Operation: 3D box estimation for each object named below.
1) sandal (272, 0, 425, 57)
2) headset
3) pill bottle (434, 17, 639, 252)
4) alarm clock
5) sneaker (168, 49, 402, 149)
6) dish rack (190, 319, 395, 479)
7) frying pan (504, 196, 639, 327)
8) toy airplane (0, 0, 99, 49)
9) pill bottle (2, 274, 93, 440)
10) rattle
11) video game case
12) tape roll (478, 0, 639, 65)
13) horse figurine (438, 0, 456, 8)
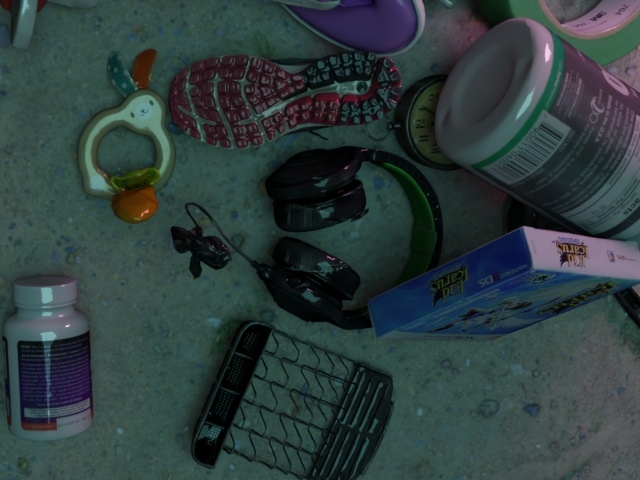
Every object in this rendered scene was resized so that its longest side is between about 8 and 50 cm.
[{"bbox_3d":[-0.054,-0.362,1.370,0.416,0.169,0.102,41,48,-10],"label":"sandal"},{"bbox_3d":[0.000,0.000,1.436,0.394,0.185,0.243,1,98,-28],"label":"headset"},{"bbox_3d":[0.343,-0.119,1.455,0.361,0.204,0.204,28,91,-27],"label":"pill bottle"},{"bbox_3d":[0.149,-0.161,1.516,0.192,0.064,0.129,-5,101,-19],"label":"alarm clock"},{"bbox_3d":[-0.047,-0.179,1.440,0.299,0.112,0.121,-2,94,-3],"label":"sneaker"},{"bbox_3d":[-0.028,0.237,1.526,0.271,0.074,0.208,23,93,-19],"label":"dish rack"},{"bbox_3d":[0.384,0.029,1.627,0.197,0.053,0.326,-22,101,-12],"label":"frying pan"},{"bbox_3d":[-0.292,-0.370,1.195,0.386,0.272,0.384,-29,133,4],"label":"toy airplane"},{"bbox_3d":[-0.344,0.145,1.400,0.108,0.108,0.194,-3,100,-16],"label":"pill bottle"},{"bbox_3d":[-0.235,-0.136,1.374,0.130,0.143,0.200,18,100,0],"label":"rattle"},{"bbox_3d":[0.241,0.065,1.440,0.244,0.269,0.061,4,66,-42],"label":"video game case"},{"bbox_3d":[0.354,-0.394,1.484,0.321,0.077,0.321,-12,115,-27],"label":"tape roll"},{"bbox_3d":[0.246,-0.414,1.503,0.174,0.066,0.263,25,94,-24],"label":"horse figurine"}]
